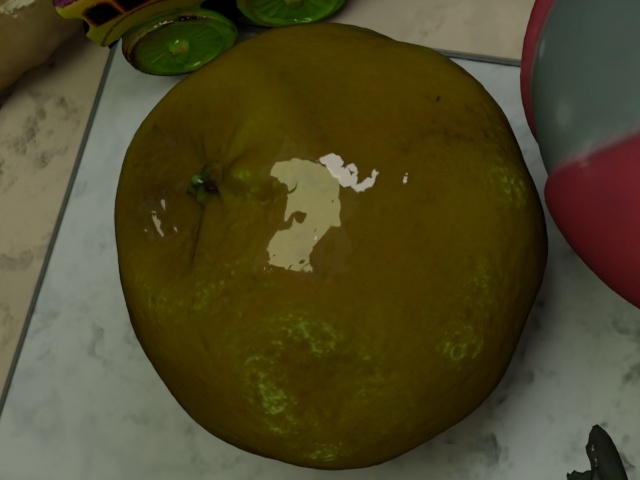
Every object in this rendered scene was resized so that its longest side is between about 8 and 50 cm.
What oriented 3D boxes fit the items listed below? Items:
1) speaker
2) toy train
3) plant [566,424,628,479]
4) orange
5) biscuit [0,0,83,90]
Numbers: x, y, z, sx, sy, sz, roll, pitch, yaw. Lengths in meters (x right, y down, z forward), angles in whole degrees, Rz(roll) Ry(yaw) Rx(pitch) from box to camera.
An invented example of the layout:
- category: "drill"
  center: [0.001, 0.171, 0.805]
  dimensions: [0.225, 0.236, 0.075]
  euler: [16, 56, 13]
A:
- category: "speaker"
  center: [0.255, -0.080, 0.955]
  dimensions: [0.294, 0.294, 0.294]
  euler: [-8, 71, 24]
- category: "toy train"
  center: [-0.045, -0.217, 1.193]
  dimensions: [0.296, 0.160, 0.100]
  euler: [-24, 62, 17]
- category: "plant"
  center: [0.205, 0.201, 0.957]
  dimensions: [0.203, 0.131, 0.142]
  euler: [37, 94, 20]
- category: "orange"
  center: [0.000, 0.000, 1.061]
  dimensions: [0.279, 0.235, 0.279]
  euler: [-13, 62, 26]
- category: "biscuit"
  center: [-0.314, -0.311, 1.382]
  dimensions: [0.446, 0.104, 0.429]
  euler: [37, 92, 31]
